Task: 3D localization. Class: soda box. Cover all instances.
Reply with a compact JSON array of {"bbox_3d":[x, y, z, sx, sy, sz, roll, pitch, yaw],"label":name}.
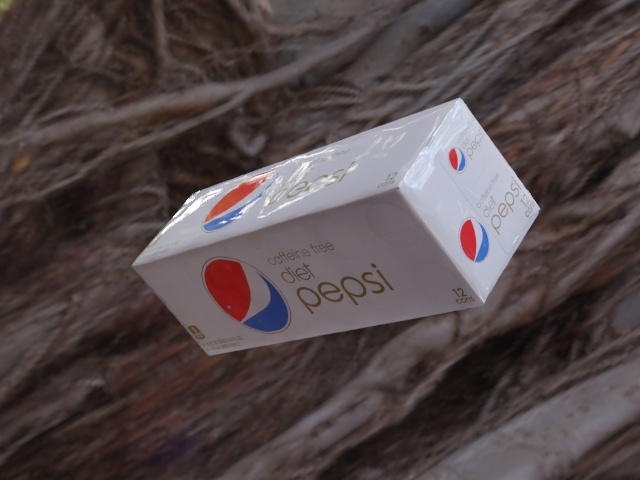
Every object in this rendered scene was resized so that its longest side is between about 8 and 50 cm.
[{"bbox_3d":[0.000,0.000,0.645,0.216,0.069,0.074,-16,-60,47],"label":"soda box"}]
